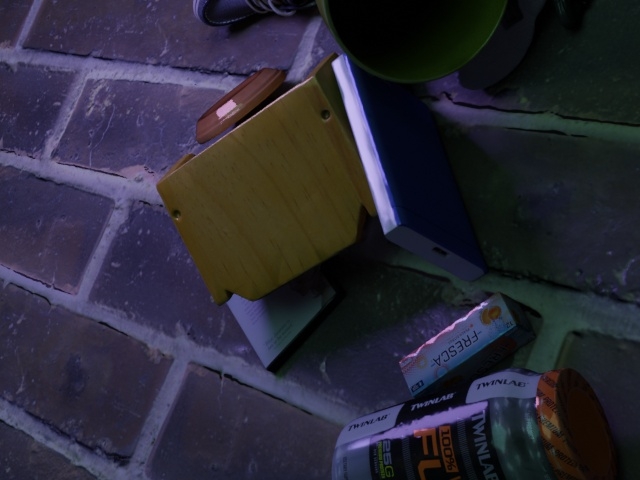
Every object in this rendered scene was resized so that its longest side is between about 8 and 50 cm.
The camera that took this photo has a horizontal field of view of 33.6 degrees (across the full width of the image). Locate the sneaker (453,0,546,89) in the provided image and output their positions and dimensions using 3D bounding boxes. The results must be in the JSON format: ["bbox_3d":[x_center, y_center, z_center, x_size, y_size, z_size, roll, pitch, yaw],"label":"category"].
[{"bbox_3d":[0.271,-0.367,1.616,0.153,0.101,0.268,-111,42,-61],"label":"sneaker"}]

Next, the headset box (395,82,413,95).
[{"bbox_3d":[0.118,-0.252,1.711,0.032,0.062,0.083,-33,51,26],"label":"headset box"}]

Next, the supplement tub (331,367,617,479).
[{"bbox_3d":[0.187,0.273,1.309,0.316,0.194,0.193,-25,55,31],"label":"supplement tub"}]

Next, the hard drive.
[{"bbox_3d":[0.127,-0.108,1.529,0.040,0.210,0.318,-35,51,27],"label":"hard drive"}]

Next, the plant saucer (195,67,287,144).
[{"bbox_3d":[-0.148,-0.245,1.879,0.200,0.037,0.200,-35,14,10],"label":"plant saucer"}]

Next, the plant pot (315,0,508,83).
[{"bbox_3d":[0.093,-0.400,1.568,0.274,0.275,0.293,-53,26,8],"label":"plant pot"}]

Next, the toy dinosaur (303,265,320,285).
[{"bbox_3d":[0.000,0.000,1.695,0.093,0.053,0.183,-39,39,19],"label":"toy dinosaur"}]

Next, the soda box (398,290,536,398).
[{"bbox_3d":[0.200,0.150,1.451,0.183,0.058,0.063,-39,50,22],"label":"soda box"}]

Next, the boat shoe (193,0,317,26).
[{"bbox_3d":[-0.098,-0.468,1.953,0.341,0.127,0.158,-31,45,26],"label":"boat shoe"}]

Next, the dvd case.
[{"bbox_3d":[-0.077,0.071,1.754,0.180,0.022,0.253,-48,46,13],"label":"dvd case"}]

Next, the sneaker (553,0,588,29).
[{"bbox_3d":[0.393,-0.395,1.549,0.089,0.051,0.170,-13,59,40],"label":"sneaker"}]

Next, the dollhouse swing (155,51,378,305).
[{"bbox_3d":[-0.027,-0.113,1.720,0.347,0.305,0.315,-31,84,30],"label":"dollhouse swing"}]
